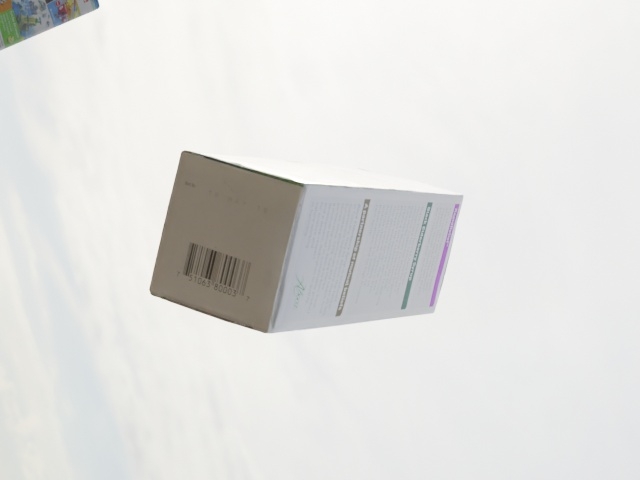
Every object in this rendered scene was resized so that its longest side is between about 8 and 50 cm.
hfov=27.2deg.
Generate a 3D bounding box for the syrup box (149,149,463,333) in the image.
[{"bbox_3d":[0.000,0.000,0.882,0.093,0.237,0.096,17,-82,28],"label":"syrup box"}]

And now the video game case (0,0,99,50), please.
[{"bbox_3d":[-0.242,-0.197,0.959,0.015,0.166,0.119,20,-49,42],"label":"video game case"}]
